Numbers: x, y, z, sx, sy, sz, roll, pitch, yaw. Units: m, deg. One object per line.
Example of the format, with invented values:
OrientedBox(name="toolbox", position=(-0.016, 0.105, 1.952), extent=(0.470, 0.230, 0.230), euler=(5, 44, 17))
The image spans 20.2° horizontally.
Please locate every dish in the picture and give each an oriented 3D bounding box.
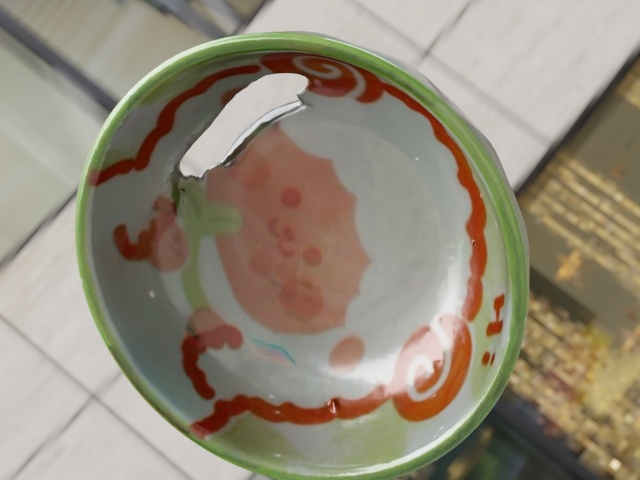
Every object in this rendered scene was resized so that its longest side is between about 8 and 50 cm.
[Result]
OrientedBox(name="dish", position=(0.000, 0.000, 1.253), extent=(0.324, 0.324, 0.124), euler=(-62, -8, 27))
